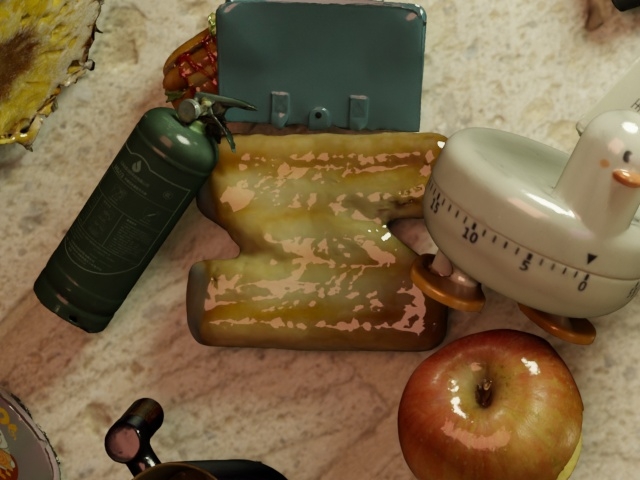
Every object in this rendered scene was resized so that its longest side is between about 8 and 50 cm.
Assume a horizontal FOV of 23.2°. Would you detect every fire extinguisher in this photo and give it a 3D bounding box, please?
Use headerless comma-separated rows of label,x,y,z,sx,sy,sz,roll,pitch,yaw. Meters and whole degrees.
fire extinguisher,-0.186,-0.043,1.664,0.114,0.095,0.311,41,108,23

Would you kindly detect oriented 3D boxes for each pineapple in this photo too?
pineapple,-0.430,-0.253,1.701,0.300,0.352,0.352,33,91,21

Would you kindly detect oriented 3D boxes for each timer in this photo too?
timer,0.220,-0.039,1.484,0.233,0.233,0.240,31,111,21

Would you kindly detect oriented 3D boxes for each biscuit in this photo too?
biscuit,0.000,0.000,1.649,0.290,0.062,0.237,-2,79,19

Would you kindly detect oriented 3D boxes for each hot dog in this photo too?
hot dog,-0.062,-0.219,1.709,0.250,0.076,0.104,-24,72,14

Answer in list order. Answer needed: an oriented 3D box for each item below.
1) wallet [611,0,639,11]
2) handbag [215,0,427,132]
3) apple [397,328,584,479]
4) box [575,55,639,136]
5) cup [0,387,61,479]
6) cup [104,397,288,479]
wallet,0.460,-0.398,1.581,0.406,0.062,0.228,-18,74,15
handbag,0.001,-0.186,1.650,0.221,0.057,0.144,3,110,5
apple,0.168,0.183,1.501,0.199,0.199,0.199,-4,78,18
box,0.399,-0.081,1.529,0.168,0.071,0.259,-45,70,5
cup,-0.446,0.294,1.684,0.288,0.203,0.203,-43,69,12
cup,-0.145,0.281,1.579,0.239,0.177,0.166,30,90,21
